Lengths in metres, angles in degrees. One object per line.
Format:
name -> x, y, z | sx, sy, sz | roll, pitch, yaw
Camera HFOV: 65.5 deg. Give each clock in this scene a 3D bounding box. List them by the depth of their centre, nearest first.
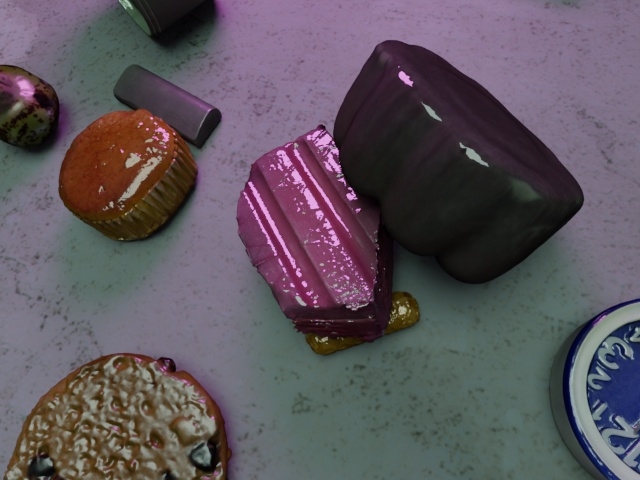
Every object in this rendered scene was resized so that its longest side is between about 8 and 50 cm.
clock -> 0.390, 0.183, 0.568 | 0.230, 0.083, 0.231 | -2, 72, 7

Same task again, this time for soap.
soap -> 0.000, 0.000, 0.644 | 0.182, 0.112, 0.289 | -32, 56, -1

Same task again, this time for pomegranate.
pomegranate -> -0.507, -0.216, 0.800 | 0.138, 0.163, 0.126 | 41, 107, 1

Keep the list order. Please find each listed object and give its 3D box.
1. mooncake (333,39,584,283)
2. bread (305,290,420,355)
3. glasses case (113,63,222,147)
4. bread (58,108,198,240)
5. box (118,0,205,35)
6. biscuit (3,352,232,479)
mooncake -> 0.154, -0.097, 0.602 | 0.306, 0.306, 0.154 | 50, 121, 20
bread -> 0.055, 0.109, 0.658 | 0.157, 0.044, 0.052 | -18, 63, 0
glasses case -> -0.257, -0.227, 0.829 | 0.190, 0.042, 0.072 | 31, 85, 17
bread -> -0.294, -0.104, 0.753 | 0.199, 0.104, 0.199 | -3, 69, 9
box -> -0.293, -0.480, 0.823 | 0.149, 0.226, 0.226 | -39, 70, -7
biscuit -> -0.250, 0.289, 0.619 | 0.295, 0.075, 0.296 | -1, 73, 3
